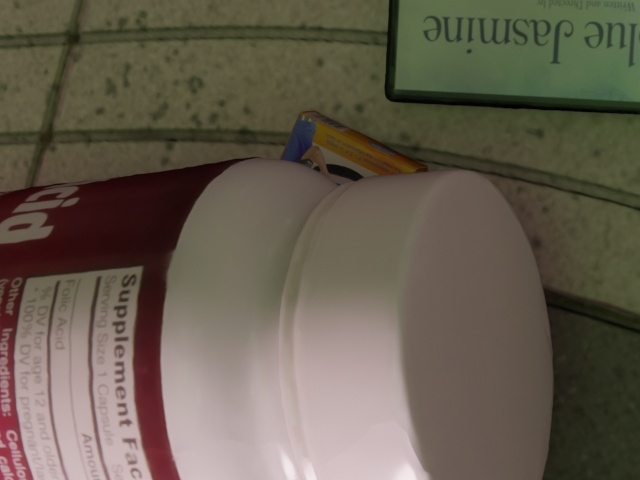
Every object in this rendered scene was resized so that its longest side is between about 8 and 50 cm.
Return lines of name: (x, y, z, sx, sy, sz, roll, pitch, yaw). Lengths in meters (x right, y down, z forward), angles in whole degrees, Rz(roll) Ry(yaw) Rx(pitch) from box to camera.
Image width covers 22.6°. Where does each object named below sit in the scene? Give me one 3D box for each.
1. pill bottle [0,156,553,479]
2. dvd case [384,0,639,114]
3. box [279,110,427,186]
pill bottle: (-0.090, 0.074, 0.874, 0.392, 0.224, 0.224, -6, 94, 28)
dvd case: (0.128, -0.199, 0.897, 0.180, 0.022, 0.253, 5, 97, 20)
box: (0.000, 0.000, 0.962, 0.081, 0.028, 0.136, 27, 103, 16)
